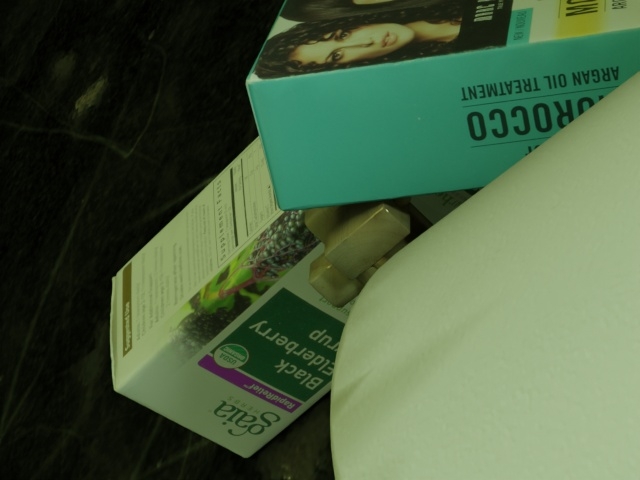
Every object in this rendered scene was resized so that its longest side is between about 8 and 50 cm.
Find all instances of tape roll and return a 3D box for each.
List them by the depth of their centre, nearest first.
[{"bbox_3d":[0.147,0.059,0.411,0.169,0.246,0.246,-38,35,30],"label":"tape roll"}]

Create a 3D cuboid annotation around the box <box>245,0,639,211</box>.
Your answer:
[{"bbox_3d":[0.101,-0.074,0.645,0.244,0.060,0.100,-7,29,14],"label":"box"}]

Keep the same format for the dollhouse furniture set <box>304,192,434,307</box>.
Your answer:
[{"bbox_3d":[0.084,0.015,0.676,0.123,0.144,0.151,-39,20,21],"label":"dollhouse furniture set"}]

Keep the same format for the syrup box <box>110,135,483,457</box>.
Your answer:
[{"bbox_3d":[0.000,0.000,0.838,0.237,0.093,0.096,-42,33,25],"label":"syrup box"}]
